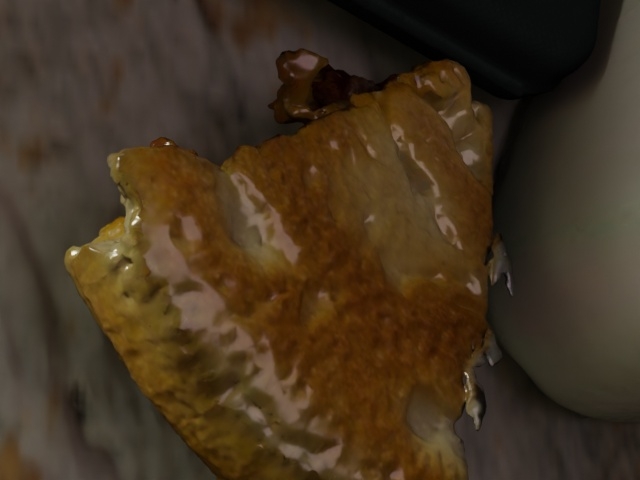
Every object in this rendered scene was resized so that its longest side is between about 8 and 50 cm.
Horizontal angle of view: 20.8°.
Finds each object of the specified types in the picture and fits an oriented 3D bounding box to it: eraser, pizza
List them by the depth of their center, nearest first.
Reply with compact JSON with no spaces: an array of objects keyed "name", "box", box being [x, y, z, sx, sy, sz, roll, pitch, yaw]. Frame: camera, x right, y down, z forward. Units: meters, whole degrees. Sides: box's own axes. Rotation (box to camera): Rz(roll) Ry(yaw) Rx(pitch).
[{"name":"pizza","box":[0.000,0.001,0.572,0.154,0.069,0.194,46,44,-14]},{"name":"eraser","box":[0.203,-0.034,0.681,0.331,0.150,0.331,9,75,-34]}]

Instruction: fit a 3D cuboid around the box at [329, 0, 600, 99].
[{"name":"box","box":[0.012,-0.161,0.623,0.230,0.050,0.160,25,61,-30]}]
